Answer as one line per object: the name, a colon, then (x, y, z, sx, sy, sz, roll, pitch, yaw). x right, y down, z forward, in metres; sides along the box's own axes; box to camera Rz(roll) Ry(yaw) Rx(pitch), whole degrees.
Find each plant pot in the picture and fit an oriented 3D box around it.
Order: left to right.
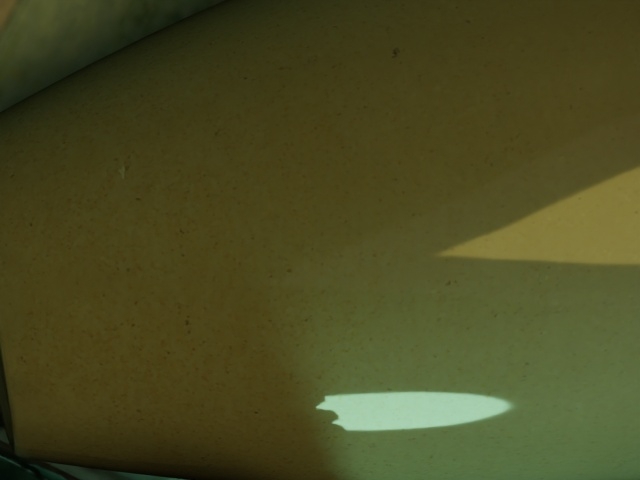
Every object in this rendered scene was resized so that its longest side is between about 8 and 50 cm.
plant pot: (0.000, 0.000, 0.684, 0.274, 0.256, 0.256, -11, 105, -14)
